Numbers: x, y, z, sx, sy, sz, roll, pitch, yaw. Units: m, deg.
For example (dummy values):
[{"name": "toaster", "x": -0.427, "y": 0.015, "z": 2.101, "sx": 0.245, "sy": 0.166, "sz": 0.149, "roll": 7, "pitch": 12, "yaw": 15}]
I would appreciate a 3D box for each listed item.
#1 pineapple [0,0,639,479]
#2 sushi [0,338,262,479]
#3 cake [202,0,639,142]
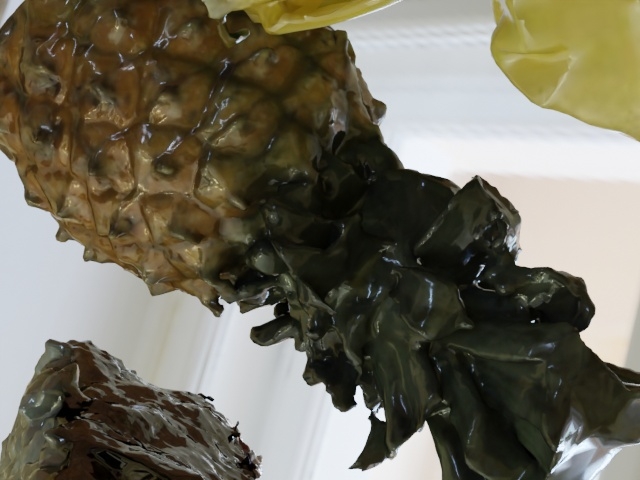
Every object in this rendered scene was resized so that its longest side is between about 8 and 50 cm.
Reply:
[{"name": "pineapple", "x": 0.000, "y": 0.000, "z": 0.496, "sx": 0.248, "sy": 0.128, "sz": 0.128, "roll": 43, "pitch": 175, "yaw": 19}, {"name": "sushi", "x": -0.104, "y": 0.177, "z": 0.823, "sx": 0.182, "sy": 0.196, "sz": 0.343, "roll": 12, "pitch": -167, "yaw": -13}, {"name": "cake", "x": 0.050, "y": -0.182, "z": 0.439, "sx": 0.222, "sy": 0.227, "sz": 0.286, "roll": -13, "pitch": 121, "yaw": 6}]
